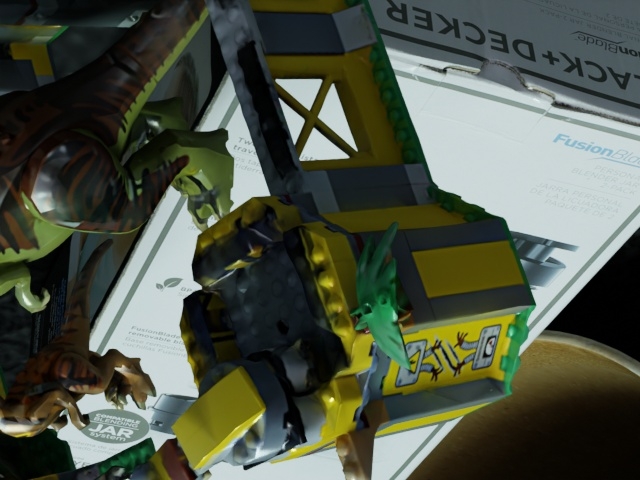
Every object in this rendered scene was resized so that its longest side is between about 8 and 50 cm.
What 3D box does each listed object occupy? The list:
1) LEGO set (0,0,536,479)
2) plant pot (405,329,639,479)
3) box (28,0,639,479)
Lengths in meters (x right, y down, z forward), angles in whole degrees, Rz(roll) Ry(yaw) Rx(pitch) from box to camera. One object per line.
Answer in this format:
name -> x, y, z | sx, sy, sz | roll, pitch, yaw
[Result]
LEGO set -> -0.126, -0.004, 0.424 | 0.192, 0.255, 0.331 | -7, 171, -43
plant pot -> 0.161, 0.182, 0.766 | 0.237, 0.237, 0.254 | -31, 150, 31
box -> 0.000, 0.000, 0.598 | 0.169, 0.087, 0.290 | 12, 140, -19
